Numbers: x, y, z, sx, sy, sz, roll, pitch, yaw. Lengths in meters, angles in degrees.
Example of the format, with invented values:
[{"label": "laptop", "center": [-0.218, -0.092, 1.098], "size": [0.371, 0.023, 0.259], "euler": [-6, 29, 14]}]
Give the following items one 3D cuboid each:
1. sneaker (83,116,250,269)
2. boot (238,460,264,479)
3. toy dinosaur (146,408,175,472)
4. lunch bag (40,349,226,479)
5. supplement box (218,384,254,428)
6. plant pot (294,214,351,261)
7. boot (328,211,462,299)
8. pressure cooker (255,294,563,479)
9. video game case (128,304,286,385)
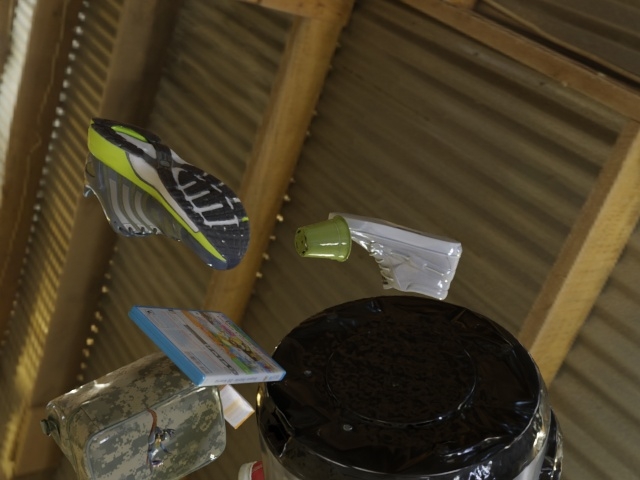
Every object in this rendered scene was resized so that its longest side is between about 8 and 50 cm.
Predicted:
[{"label": "sneaker", "center": [-0.208, -0.045, 1.011], "size": [0.300, 0.111, 0.121], "euler": [39, -61, 29]}, {"label": "boot", "center": [-0.047, 0.491, 1.300], "size": [0.176, 0.088, 0.244], "euler": [-12, -115, 18]}, {"label": "toy dinosaur", "center": [-0.268, 0.334, 1.260], "size": [0.082, 0.047, 0.090], "euler": [-51, -128, 34]}, {"label": "lunch bag", "center": [-0.370, 0.351, 1.533], "size": [0.256, 0.305, 0.212], "euler": [27, -51, 45]}, {"label": "supplement box", "center": [-0.211, 0.383, 1.799], "size": [0.062, 0.098, 0.036], "euler": [-42, -162, -6]}, {"label": "plant pot", "center": [0.000, 0.000, 1.349], "size": [0.083, 0.079, 0.083], "euler": [19, -68, 59]}, {"label": "boot", "center": [0.126, 0.031, 1.439], "size": [0.258, 0.095, 0.123], "euler": [16, -80, 15]}, {"label": "pressure cooker", "center": [0.106, 0.329, 1.033], "size": [0.375, 0.370, 0.420], "euler": [33, -46, 45]}, {"label": "video game case", "center": [-0.121, 0.116, 0.850], "size": [0.119, 0.166, 0.015], "euler": [38, -79, 26]}]
